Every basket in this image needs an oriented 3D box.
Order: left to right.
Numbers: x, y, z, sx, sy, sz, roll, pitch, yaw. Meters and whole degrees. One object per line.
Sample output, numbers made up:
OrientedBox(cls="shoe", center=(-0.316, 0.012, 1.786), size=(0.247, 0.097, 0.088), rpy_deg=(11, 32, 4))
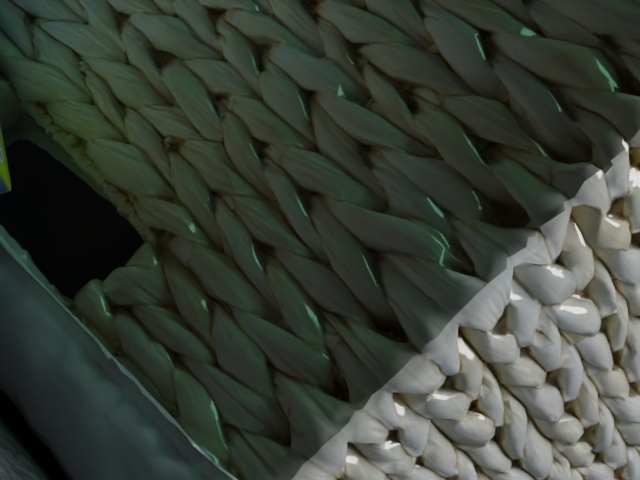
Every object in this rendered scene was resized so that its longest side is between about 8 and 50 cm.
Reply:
OrientedBox(cls="basket", center=(0.000, 0.000, 0.647), size=(0.328, 0.266, 0.331), rpy_deg=(42, -3, 34))

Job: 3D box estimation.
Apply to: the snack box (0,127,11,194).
OrientedBox(cls="snack box", center=(-0.174, -0.135, 0.487), size=(0.174, 0.070, 0.207), rpy_deg=(79, -7, -54))
